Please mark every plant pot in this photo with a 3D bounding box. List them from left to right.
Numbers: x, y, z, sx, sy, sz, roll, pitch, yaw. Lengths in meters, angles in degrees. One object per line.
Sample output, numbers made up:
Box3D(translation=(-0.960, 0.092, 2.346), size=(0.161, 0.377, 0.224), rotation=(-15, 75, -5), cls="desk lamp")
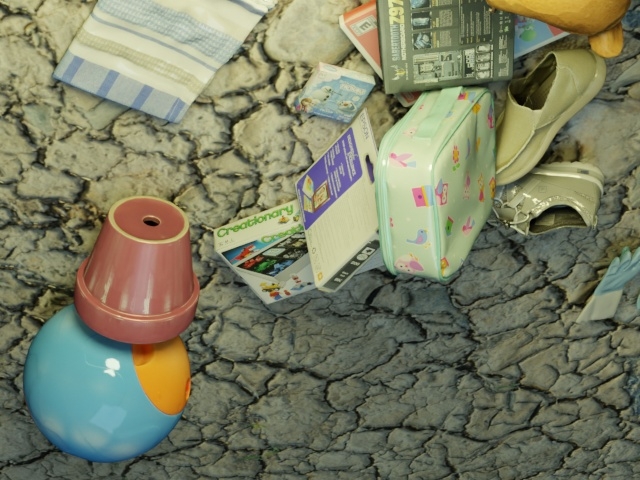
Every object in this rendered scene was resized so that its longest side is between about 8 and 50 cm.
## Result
Box3D(translation=(-0.287, 0.036, 2.043), size=(0.201, 0.201, 0.180), rotation=(4, 126, -14), cls="plant pot")

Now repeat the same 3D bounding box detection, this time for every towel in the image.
Box3D(translation=(-0.218, -0.278, 1.752), size=(0.209, 0.034, 0.285), rotation=(19, 136, -29), cls="towel")

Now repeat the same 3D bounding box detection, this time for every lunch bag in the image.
Box3D(translation=(0.166, -0.094, 1.802), size=(0.108, 0.279, 0.224), rotation=(4, 123, 24), cls="lunch bag")

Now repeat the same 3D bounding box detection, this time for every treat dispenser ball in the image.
Box3D(translation=(-0.368, 0.239, 2.200), size=(0.288, 0.288, 0.288), rotation=(-4, 143, -3), cls="treat dispenser ball")

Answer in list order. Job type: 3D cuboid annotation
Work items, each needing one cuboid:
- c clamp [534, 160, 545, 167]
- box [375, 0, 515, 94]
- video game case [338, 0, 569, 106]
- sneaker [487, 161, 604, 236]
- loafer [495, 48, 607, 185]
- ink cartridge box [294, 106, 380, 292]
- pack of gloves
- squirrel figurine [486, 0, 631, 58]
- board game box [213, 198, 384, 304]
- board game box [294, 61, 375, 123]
Box3D(translation=(0.373, -0.099, 2.084), size=(0.161, 0.022, 0.137), rotation=(24, 133, -34), cls="c clamp")
Box3D(translation=(0.167, -0.304, 1.706), size=(0.184, 0.059, 0.232), rotation=(-7, 140, 2), cls="box")
Box3D(translation=(0.197, -0.305, 1.783), size=(0.285, 0.025, 0.204), rotation=(-23, 140, 20), cls="video game case")
Box3D(translation=(0.309, -0.060, 2.026), size=(0.281, 0.115, 0.105), rotation=(-5, 142, 16), cls="sneaker")
Box3D(translation=(0.309, -0.192, 1.896), size=(0.092, 0.102, 0.268), rotation=(19, 127, -28), cls="loafer")
Box3D(translation=(0.046, -0.061, 1.935), size=(0.045, 0.206, 0.208), rotation=(12, 140, -32), cls="ink cartridge box")
Box3D(translation=(0.584, 0.061, 2.329), size=(0.195, 0.046, 0.232), rotation=(-8, 148, -17), cls="pack of gloves")
Box3D(translation=(0.315, -0.393, 1.396), size=(0.397, 0.370, 0.281), rotation=(-4, 143, -3), cls="squirrel figurine")
Box3D(translation=(0.000, 0.000, 2.134), size=(0.305, 0.053, 0.193), rotation=(-19, 142, 16), cls="board game box")
Box3D(translation=(0.021, -0.217, 1.877), size=(0.090, 0.020, 0.090), rotation=(12, 138, -22), cls="board game box")
